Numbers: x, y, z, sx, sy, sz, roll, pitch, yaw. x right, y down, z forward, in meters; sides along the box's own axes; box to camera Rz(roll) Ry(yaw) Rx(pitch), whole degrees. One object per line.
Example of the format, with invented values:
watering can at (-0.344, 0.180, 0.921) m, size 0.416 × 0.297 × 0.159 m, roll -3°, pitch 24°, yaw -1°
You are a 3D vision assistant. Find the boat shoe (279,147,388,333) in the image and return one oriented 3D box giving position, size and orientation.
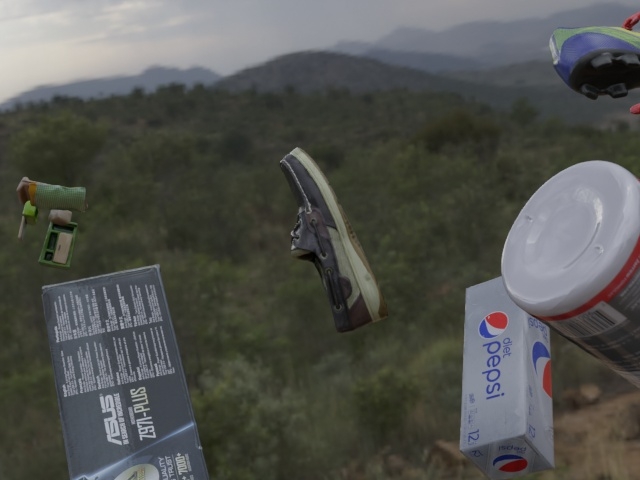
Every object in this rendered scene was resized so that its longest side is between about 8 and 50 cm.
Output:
boat shoe at (0.000, 0.001, 1.246) m, size 0.073 × 0.224 × 0.080 m, roll -26°, pitch -11°, yaw -7°

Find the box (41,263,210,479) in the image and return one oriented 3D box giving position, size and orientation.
box at (-0.117, 0.133, 0.689) m, size 0.077 × 0.180 × 0.147 m, roll -11°, pitch -35°, yaw -12°

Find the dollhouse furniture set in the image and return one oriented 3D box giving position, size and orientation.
dollhouse furniture set at (-0.314, -0.017, 1.277) m, size 0.076 × 0.059 × 0.152 m, roll 11°, pitch -20°, yaw -6°

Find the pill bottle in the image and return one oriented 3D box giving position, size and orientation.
pill bottle at (0.327, 0.058, 1.066) m, size 0.283 × 0.161 × 0.161 m, roll 32°, pitch -14°, yaw -27°

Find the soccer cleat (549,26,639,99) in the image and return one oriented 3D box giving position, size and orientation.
soccer cleat at (0.431, -0.241, 1.422) m, size 0.289 × 0.093 × 0.121 m, roll -2°, pitch 44°, yaw -22°

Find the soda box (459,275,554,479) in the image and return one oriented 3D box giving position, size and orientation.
soda box at (0.260, 0.183, 1.514) m, size 0.098 × 0.091 × 0.286 m, roll -21°, pitch 39°, yaw 28°

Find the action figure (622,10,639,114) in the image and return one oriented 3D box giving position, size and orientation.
action figure at (0.484, -0.276, 1.565) m, size 0.139 × 0.280 × 0.091 m, roll -17°, pitch 46°, yaw -23°
